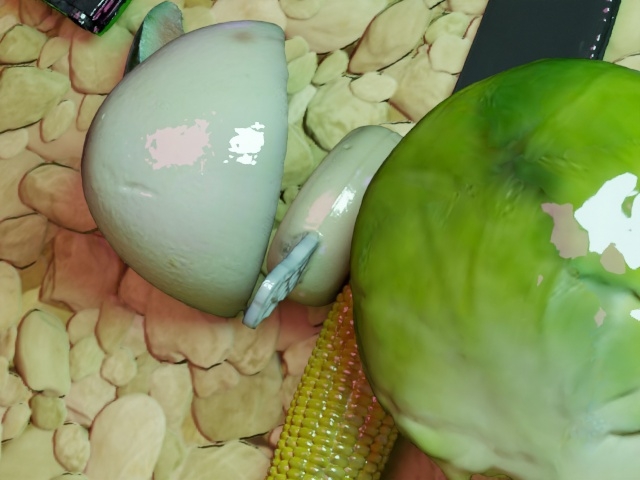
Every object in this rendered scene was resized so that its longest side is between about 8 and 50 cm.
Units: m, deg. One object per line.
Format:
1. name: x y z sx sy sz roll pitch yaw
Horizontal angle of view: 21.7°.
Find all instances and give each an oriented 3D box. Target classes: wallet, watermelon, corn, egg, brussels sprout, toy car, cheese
1. wallet: 0.181 -0.155 1.436 0.124 0.025 0.244 11 74 31
2. watermelon: -0.160 -0.165 1.611 0.101 0.080 0.155 -44 48 47
3. corn: 0.021 0.140 1.335 0.093 0.093 0.244 15 74 32
4. egg: -0.122 -0.079 1.435 0.162 0.206 0.271 7 75 -12
5. brussels sprout: 0.182 0.032 1.217 0.344 0.268 0.344 -2 87 36
6. toy car: -0.250 -0.258 1.689 0.165 0.062 0.071 34 86 35
7. cheese: 0.008 -0.015 1.349 0.071 0.249 0.163 32 102 7
